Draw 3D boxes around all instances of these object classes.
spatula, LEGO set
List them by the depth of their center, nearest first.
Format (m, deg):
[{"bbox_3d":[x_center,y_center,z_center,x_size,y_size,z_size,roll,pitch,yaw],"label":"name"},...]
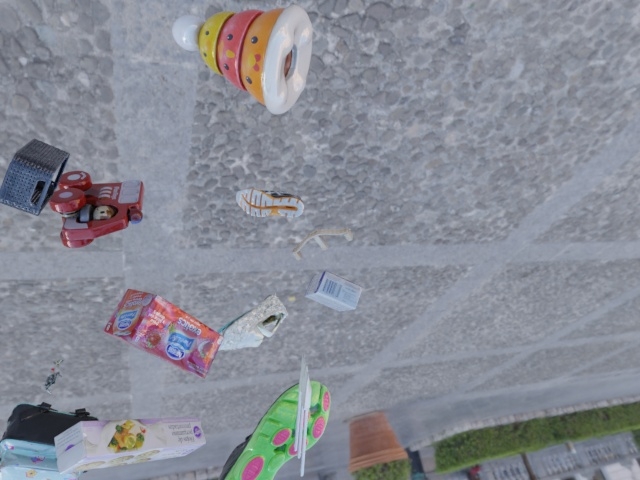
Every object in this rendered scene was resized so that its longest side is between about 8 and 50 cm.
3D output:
[{"bbox_3d":[-0.046,0.406,1.103,0.019,0.242,0.168,5,-178,-11],"label":"spatula"},{"bbox_3d":[-0.654,0.328,1.143,0.054,0.083,0.023,-34,138,7],"label":"LEGO set"}]

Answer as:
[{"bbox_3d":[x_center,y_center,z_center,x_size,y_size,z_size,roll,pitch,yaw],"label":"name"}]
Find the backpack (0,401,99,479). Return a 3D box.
[{"bbox_3d":[-0.536,0.420,0.914,0.166,0.144,0.188,18,133,-23],"label":"backpack"}]

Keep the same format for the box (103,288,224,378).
[{"bbox_3d":[-0.383,0.236,1.178,0.128,0.122,0.257,5,151,37],"label":"box"}]

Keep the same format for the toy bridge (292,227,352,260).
[{"bbox_3d":[0.000,0.000,1.334,0.188,0.026,0.063,-22,128,20],"label":"toy bridge"}]

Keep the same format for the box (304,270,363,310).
[{"bbox_3d":[0.037,0.151,1.387,0.126,0.072,0.137,25,162,-12],"label":"box"}]

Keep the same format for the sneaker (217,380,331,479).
[{"bbox_3d":[-0.163,0.607,1.399,0.483,0.185,0.202,-47,-166,-14],"label":"sneaker"}]

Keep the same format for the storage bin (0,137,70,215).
[{"bbox_3d":[-0.652,-0.148,1.077,0.084,0.180,0.122,24,105,-24],"label":"storage bin"}]

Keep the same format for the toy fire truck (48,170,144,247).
[{"bbox_3d":[-0.704,-0.108,1.515,0.254,0.302,0.169,-6,125,-13],"label":"toy fire truck"}]

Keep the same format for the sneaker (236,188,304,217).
[{"bbox_3d":[-0.156,-0.120,1.463,0.215,0.083,0.084,11,115,-1],"label":"sneaker"}]

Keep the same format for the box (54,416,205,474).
[{"bbox_3d":[-0.345,0.383,0.898,0.067,0.063,0.324,-31,153,10],"label":"box"}]

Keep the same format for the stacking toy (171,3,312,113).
[{"bbox_3d":[-0.293,-0.655,1.610,0.480,0.350,0.350,18,151,11],"label":"stacking toy"}]

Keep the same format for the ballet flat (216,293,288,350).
[{"bbox_3d":[-0.238,0.314,1.739,0.147,0.147,0.409,-34,179,29],"label":"ballet flat"}]
